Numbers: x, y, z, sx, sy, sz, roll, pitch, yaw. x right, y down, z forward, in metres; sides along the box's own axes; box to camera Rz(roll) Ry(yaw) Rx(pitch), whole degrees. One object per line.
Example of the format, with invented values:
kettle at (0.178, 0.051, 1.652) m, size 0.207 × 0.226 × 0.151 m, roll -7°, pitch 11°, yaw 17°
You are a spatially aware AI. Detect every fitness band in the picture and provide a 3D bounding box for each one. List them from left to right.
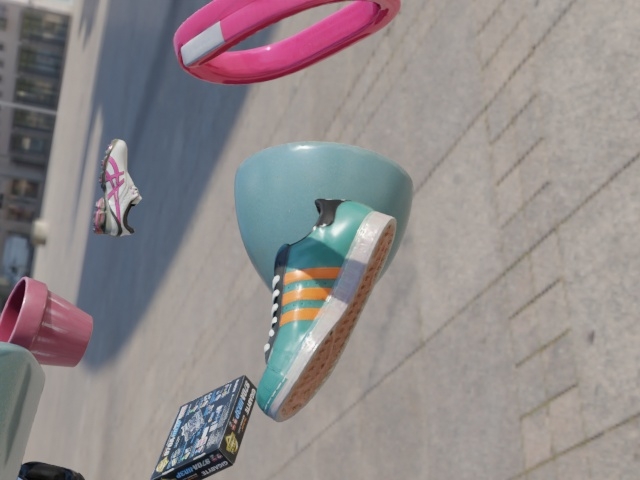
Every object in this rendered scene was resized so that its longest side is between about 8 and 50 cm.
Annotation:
fitness band at (-0.043, -0.250, 1.171) m, size 0.290 × 0.209 × 0.054 m, roll -19°, pitch 83°, yaw 40°

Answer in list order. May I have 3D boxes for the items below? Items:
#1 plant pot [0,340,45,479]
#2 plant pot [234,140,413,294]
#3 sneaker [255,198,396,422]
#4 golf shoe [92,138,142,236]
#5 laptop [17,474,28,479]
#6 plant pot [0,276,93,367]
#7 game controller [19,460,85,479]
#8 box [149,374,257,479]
plant pot at (-0.482, 0.217, 1.205) m, size 0.252 × 0.247 × 0.248 m, roll 125°, pitch 157°, yaw -63°
plant pot at (0.000, 0.000, 1.581) m, size 0.290 × 0.290 × 0.196 m, roll 130°, pitch 147°, yaw -61°
sneaker at (-0.018, 0.080, 1.265) m, size 0.302 × 0.121 × 0.108 m, roll -61°, pitch -21°, yaw -20°
golf shoe at (-0.379, -0.099, 1.898) m, size 0.067 × 0.085 × 0.186 m, roll 150°, pitch 126°, yaw -86°
laptop at (-0.497, 0.413, 1.576) m, size 0.234 × 0.136 × 0.264 m, roll -88°, pitch 14°, yaw -52°
plant pot at (-0.634, 0.206, 2.307) m, size 0.201 × 0.180 × 0.201 m, roll -44°, pitch 33°, yaw 40°
game controller at (-0.578, 0.618, 2.040) m, size 0.067 × 0.166 × 0.319 m, roll -26°, pitch 51°, yaw 52°
box at (-0.221, 0.372, 1.923) m, size 0.175 × 0.051 × 0.220 m, roll -29°, pitch 22°, yaw 24°
